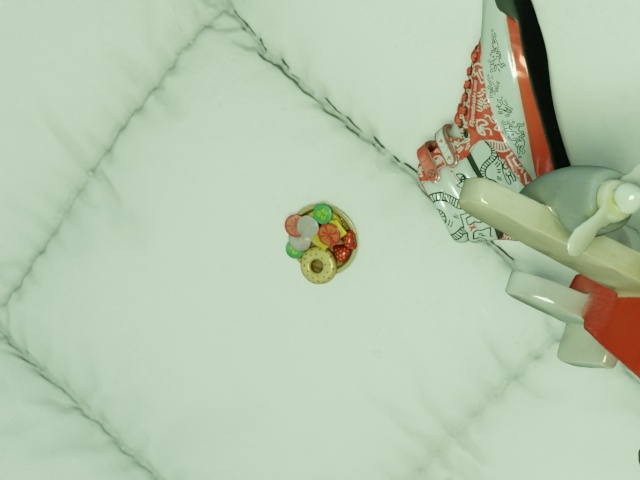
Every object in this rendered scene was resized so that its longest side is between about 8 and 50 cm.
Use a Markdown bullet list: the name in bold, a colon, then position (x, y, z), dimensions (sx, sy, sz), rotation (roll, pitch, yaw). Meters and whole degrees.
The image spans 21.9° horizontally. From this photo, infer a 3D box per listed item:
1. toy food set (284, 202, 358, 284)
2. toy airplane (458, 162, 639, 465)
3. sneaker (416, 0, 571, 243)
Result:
- **toy food set**: position (0.000, 0.000, 1.776), dimensions (0.083, 0.020, 0.082), rotation (-38, 89, 28)
- **toy airplane**: position (0.341, 0.048, 1.485), dimensions (0.384, 0.386, 0.272), rotation (33, 101, 23)
- **sneaker**: position (0.156, -0.124, 1.631), dimensions (0.145, 0.090, 0.270), rotation (-9, 105, 23)
